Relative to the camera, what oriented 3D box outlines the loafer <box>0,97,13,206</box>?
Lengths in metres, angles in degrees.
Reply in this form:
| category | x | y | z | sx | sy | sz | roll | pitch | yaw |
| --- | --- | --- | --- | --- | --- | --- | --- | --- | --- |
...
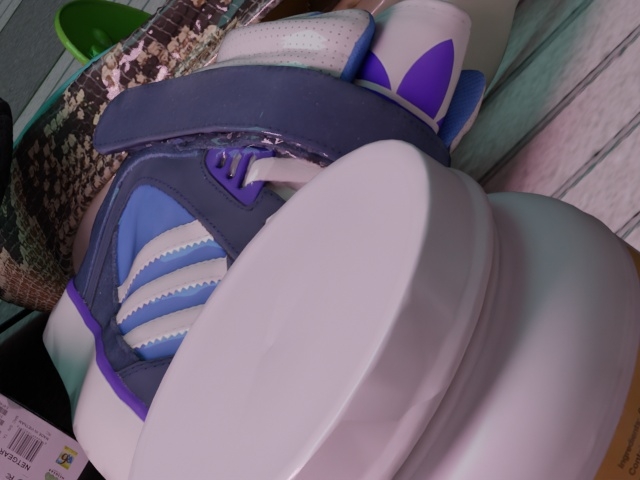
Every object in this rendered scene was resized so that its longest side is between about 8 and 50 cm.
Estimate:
| category | x | y | z | sx | sy | sz | roll | pitch | yaw |
| --- | --- | --- | --- | --- | --- | --- | --- | --- | --- |
| loafer | -0.238 | 0.019 | 0.978 | 0.302 | 0.095 | 0.109 | -71 | -10 | -49 |

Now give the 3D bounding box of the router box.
| category | x | y | z | sx | sy | sz | roll | pitch | yaw |
| --- | --- | --- | --- | --- | --- | --- | --- | --- | --- |
| router box | -0.106 | 0.116 | 0.886 | 0.046 | 0.179 | 0.133 | -58 | 19 | -9 |

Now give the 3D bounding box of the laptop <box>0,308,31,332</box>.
| category | x | y | z | sx | sy | sz | roll | pitch | yaw |
| --- | --- | --- | --- | --- | --- | --- | --- | --- | --- |
| laptop | -0.387 | 0.054 | 1.324 | 0.382 | 0.408 | 0.236 | -31 | 39 | 45 |

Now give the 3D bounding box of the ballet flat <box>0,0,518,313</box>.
| category | x | y | z | sx | sy | sz | roll | pitch | yaw |
| --- | --- | --- | --- | --- | --- | --- | --- | --- | --- |
| ballet flat | -0.024 | -0.073 | 1.071 | 0.483 | 0.164 | 0.182 | -45 | 48 | 25 |

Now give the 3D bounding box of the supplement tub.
| category | x | y | z | sx | sy | sz | roll | pitch | yaw |
| --- | --- | --- | --- | --- | --- | --- | --- | --- | --- |
| supplement tub | 0.065 | 0.078 | 0.522 | 0.144 | 0.199 | 0.144 | -47 | 21 | 25 |

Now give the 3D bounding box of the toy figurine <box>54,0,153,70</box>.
| category | x | y | z | sx | sy | sz | roll | pitch | yaw |
| --- | --- | --- | --- | --- | --- | --- | --- | --- | --- |
| toy figurine | -0.148 | -0.058 | 1.407 | 0.159 | 0.130 | 0.173 | -62 | 41 | 26 |

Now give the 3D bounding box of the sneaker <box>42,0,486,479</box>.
| category | x | y | z | sx | sy | sz | roll | pitch | yaw |
| --- | --- | --- | --- | --- | --- | --- | --- | --- | --- |
| sneaker | 0.000 | 0.000 | 0.852 | 0.236 | 0.130 | 0.323 | -57 | 27 | 4 |
